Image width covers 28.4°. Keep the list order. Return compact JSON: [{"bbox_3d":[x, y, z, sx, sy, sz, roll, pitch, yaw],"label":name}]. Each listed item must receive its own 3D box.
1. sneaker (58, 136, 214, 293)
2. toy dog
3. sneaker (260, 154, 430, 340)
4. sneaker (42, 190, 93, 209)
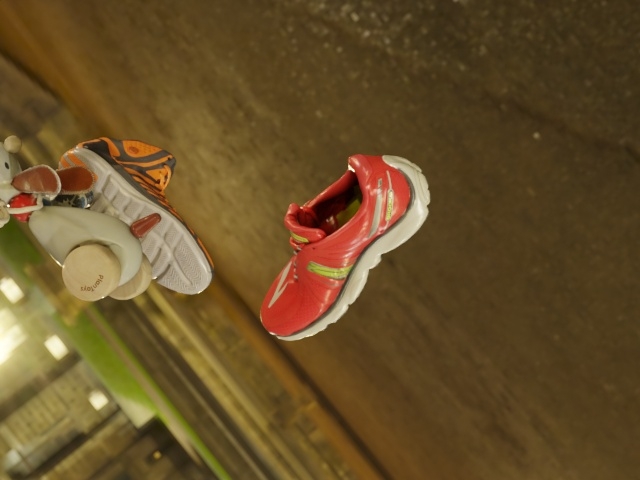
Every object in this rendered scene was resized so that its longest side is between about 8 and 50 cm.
[{"bbox_3d":[-0.269,-0.062,2.104,0.321,0.124,0.180,47,-147,2],"label":"sneaker"},{"bbox_3d":[-0.369,-0.050,1.894,0.334,0.161,0.220,40,-171,-13],"label":"toy dog"},{"bbox_3d":[0.000,0.000,1.417,0.118,0.279,0.107,15,-143,-36],"label":"sneaker"},{"bbox_3d":[-0.421,-0.058,2.034,0.135,0.058,0.052,-5,107,29],"label":"sneaker"}]
